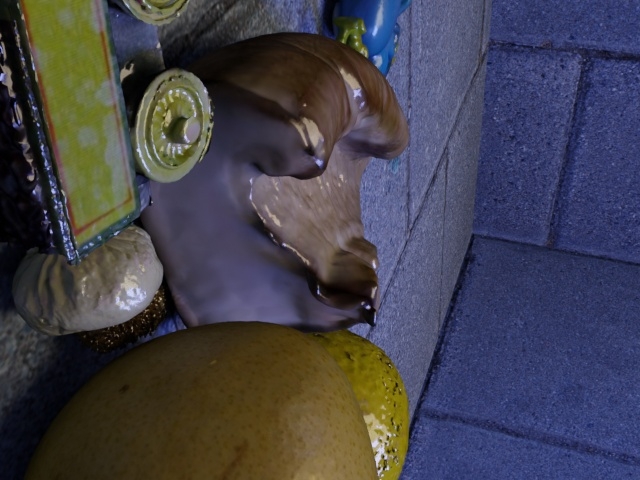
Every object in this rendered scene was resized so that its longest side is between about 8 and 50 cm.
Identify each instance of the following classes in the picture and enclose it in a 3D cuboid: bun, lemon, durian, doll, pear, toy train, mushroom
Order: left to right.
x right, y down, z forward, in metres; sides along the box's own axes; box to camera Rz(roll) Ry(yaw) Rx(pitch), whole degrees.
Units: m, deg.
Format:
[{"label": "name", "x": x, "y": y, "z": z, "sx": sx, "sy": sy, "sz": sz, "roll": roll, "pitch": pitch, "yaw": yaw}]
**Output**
[{"label": "toy train", "x": -0.166, "y": -0.116, "z": 0.452, "sx": 0.177, "sy": 0.134, "sz": 0.260, "roll": -44, "pitch": 141, "yaw": -47}, {"label": "bun", "x": -0.176, "y": 0.018, "z": 0.537, "sx": 0.115, "sy": 0.115, "sz": 0.069, "roll": -59, "pitch": 145, "yaw": -47}, {"label": "durian", "x": -0.172, "y": 0.059, "z": 0.610, "sx": 0.091, "sy": 0.080, "sz": 0.080, "roll": -62, "pitch": 159, "yaw": -71}, {"label": "pear", "x": -0.094, "y": 0.226, "z": 0.616, "sx": 0.314, "sy": 0.315, "sz": 0.314, "roll": 11, "pitch": 90, "yaw": -72}, {"label": "mushroom", "x": -0.034, "y": -0.111, "z": 0.791, "sx": 0.397, "sy": 0.225, "sz": 0.313, "roll": -69, "pitch": 147, "yaw": -48}, {"label": "lemon", "x": -0.022, "y": 0.244, "z": 0.891, "sx": 0.310, "sy": 0.258, "sz": 0.258, "roll": -68, "pitch": 160, "yaw": -10}, {"label": "doll", "x": 0.075, "y": -0.334, "z": 1.145, "sx": 0.341, "sy": 0.099, "sz": 0.346, "roll": 89, "pitch": 22, "yaw": -69}]
